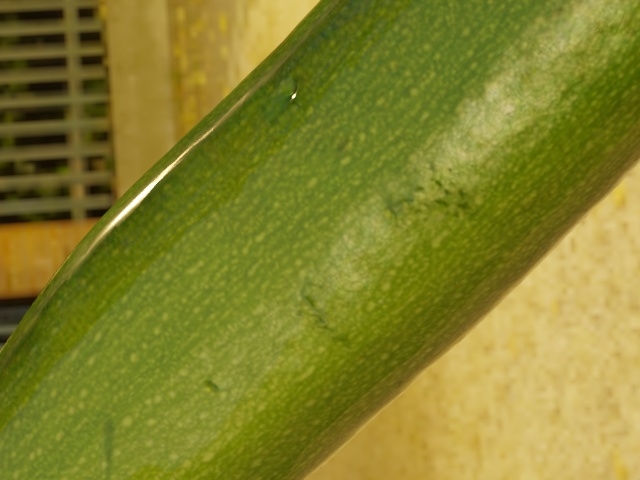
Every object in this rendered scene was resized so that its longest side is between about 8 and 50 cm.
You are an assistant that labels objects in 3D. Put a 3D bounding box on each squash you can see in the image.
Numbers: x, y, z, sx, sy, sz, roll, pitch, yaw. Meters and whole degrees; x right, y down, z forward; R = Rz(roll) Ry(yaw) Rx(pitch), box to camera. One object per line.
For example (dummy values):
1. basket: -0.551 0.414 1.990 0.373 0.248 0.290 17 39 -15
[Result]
1. squash: 0.000 0.000 0.531 0.379 0.101 0.101 -46 33 21
